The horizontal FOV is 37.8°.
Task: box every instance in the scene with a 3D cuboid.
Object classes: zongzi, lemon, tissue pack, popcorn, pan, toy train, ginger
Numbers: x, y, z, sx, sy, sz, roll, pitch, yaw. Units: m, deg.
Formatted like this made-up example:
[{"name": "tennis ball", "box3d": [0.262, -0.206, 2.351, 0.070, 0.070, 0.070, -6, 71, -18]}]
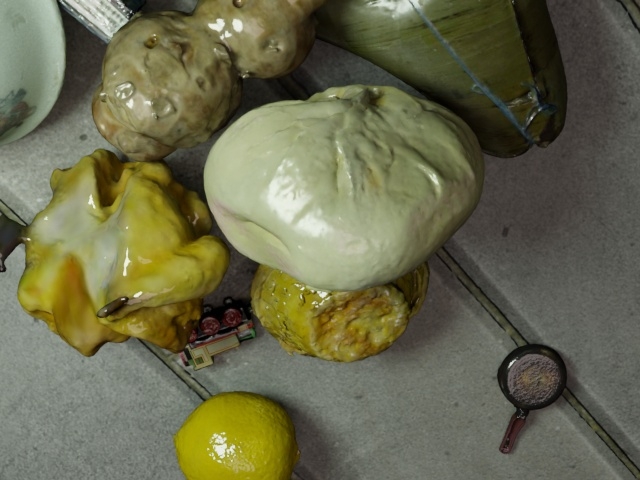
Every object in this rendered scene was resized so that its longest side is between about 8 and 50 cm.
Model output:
[{"name": "zongzi", "box3d": [0.131, -0.250, 1.298, 0.392, 0.174, 0.356, -15, 121, 21]}, {"name": "lemon", "box3d": [-0.132, 0.325, 1.468, 0.203, 0.178, 0.178, 9, 110, 3]}, {"name": "tissue pack", "box3d": [-0.334, -0.358, 1.199, 0.235, 0.173, 0.073, 40, 102, -18]}, {"name": "popcorn", "box3d": [-0.281, 0.031, 1.319, 0.297, 0.281, 0.316, -43, 68, 16]}, {"name": "pan", "box3d": [0.338, 0.271, 1.558, 0.114, 0.040, 0.212, 14, 108, -4]}, {"name": "toy train", "box3d": [-0.163, 0.145, 1.467, 0.137, 0.050, 0.087, -21, 115, 2]}, {"name": "ginger", "box3d": [-0.135, -0.238, 1.176, 0.375, 0.256, 0.176, -37, 95, 4]}]

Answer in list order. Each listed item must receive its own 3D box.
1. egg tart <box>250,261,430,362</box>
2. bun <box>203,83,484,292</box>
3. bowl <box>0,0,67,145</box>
[{"name": "egg tart", "box3d": [0.040, 0.087, 1.382, 0.294, 0.123, 0.294, -11, 130, -13]}, {"name": "bun", "box3d": [0.031, -0.090, 1.191, 0.361, 0.361, 0.213, -5, 120, -3]}, {"name": "bowl", "box3d": [-0.549, -0.235, 1.127, 0.434, 0.196, 0.435, 9, 132, 10]}]
